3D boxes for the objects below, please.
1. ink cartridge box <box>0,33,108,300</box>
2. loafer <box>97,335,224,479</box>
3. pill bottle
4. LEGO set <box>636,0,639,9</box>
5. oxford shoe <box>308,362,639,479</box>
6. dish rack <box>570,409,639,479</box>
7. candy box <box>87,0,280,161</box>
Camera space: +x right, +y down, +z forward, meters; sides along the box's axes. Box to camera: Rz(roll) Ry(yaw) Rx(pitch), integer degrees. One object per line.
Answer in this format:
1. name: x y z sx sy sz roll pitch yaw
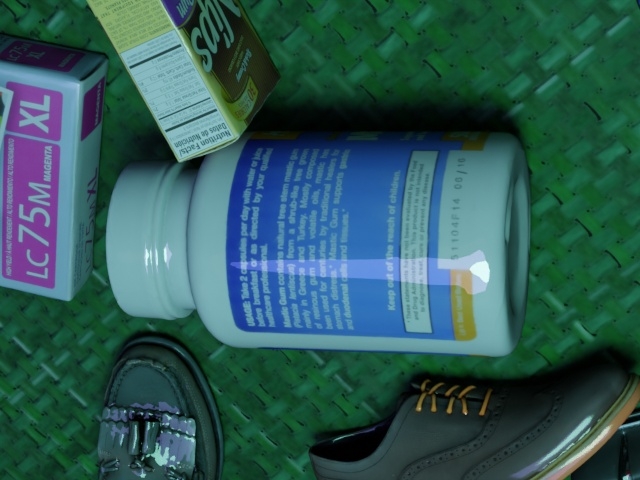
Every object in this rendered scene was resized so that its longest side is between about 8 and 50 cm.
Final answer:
1. ink cartridge box: -0.318 -0.075 1.166 0.311 0.065 0.186 14 119 10
2. loafer: -0.132 0.208 1.247 0.096 0.084 0.267 7 118 12
3. pill bottle: 0.000 0.000 1.065 0.272 0.152 0.152 2 117 14
4. LEGO set: 0.272 -0.079 0.925 0.060 0.244 0.182 -23 120 -10
5. oxford shoe: 0.107 0.144 1.146 0.271 0.097 0.098 -30 100 26
6. dish rack: 0.316 0.243 1.155 0.208 0.074 0.271 -17 113 24
7. candy box: -0.102 -0.158 1.034 0.053 0.109 0.186 -19 111 23
